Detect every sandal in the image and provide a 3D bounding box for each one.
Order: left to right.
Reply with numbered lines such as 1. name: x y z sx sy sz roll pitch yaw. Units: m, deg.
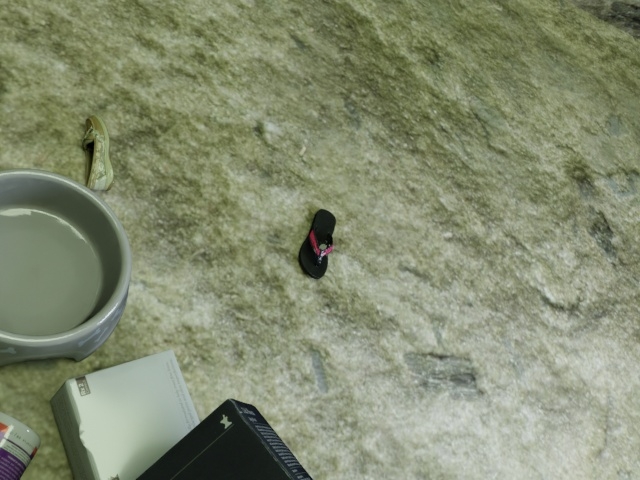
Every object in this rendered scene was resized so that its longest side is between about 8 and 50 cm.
1. sandal: 0.000 0.000 1.512 0.067 0.040 0.179 27 54 -18

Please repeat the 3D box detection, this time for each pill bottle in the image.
1. pill bottle: -0.484 0.340 0.972 0.108 0.108 0.193 33 52 -14

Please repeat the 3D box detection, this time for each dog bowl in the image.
1. dog bowl: -0.471 0.038 1.149 0.348 0.102 0.349 15 57 -25

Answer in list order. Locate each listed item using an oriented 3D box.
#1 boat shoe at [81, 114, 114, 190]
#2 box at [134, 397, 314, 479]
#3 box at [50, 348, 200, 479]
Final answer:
1. boat shoe: -0.424 -0.165 1.319 0.048 0.056 0.153 -2 74 -38
2. box: -0.137 0.447 0.953 0.343 0.179 0.312 -40 74 -7
3. box: -0.301 0.291 1.110 0.182 0.119 0.181 -13 74 -37
